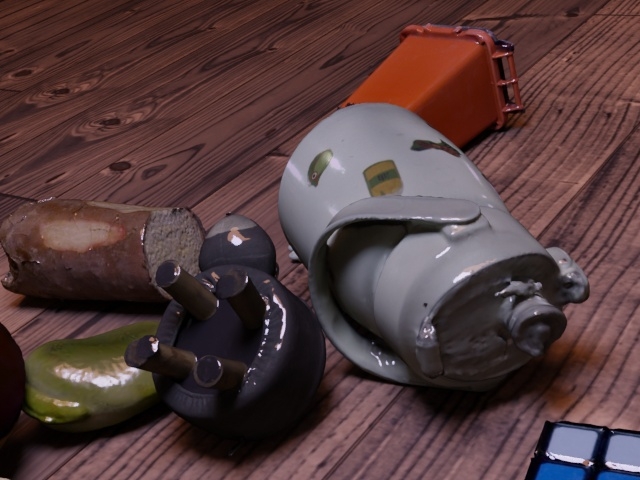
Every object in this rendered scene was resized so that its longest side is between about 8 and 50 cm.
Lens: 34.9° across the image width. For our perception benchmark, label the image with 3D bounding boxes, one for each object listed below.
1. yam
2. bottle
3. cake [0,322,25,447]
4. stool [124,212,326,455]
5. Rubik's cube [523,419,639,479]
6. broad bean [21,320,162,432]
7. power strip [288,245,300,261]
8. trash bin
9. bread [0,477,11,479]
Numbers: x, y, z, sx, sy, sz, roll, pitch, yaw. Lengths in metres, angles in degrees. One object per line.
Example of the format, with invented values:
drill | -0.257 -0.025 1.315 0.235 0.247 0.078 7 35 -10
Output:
yam | -0.269 0.012 1.234 0.238 0.129 0.128 1 65 24
bottle | 0.094 0.020 0.999 0.229 0.229 0.352 -18 32 -12
cake | -0.395 0.164 0.957 0.178 0.185 0.208 -43 36 33
stool | -0.097 0.080 0.953 0.153 0.139 0.228 -34 53 9
Rubik's cube | 0.201 0.235 0.572 0.182 0.187 0.184 4 34 26
broad bean | -0.218 0.134 1.025 0.174 0.082 0.124 -17 31 -10
power strip | 0.000 0.000 1.244 0.083 0.035 0.055 -13 28 2
trash bin | 0.152 -0.187 1.420 0.184 0.161 0.238 13 44 39
bread | -0.308 0.269 0.746 0.236 0.140 0.106 -20 26 -16
